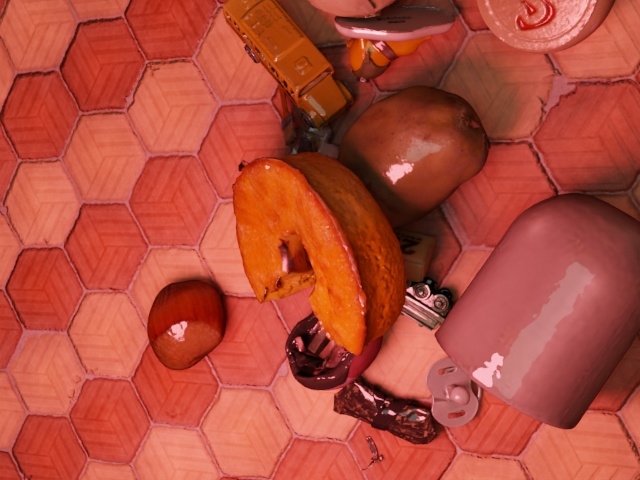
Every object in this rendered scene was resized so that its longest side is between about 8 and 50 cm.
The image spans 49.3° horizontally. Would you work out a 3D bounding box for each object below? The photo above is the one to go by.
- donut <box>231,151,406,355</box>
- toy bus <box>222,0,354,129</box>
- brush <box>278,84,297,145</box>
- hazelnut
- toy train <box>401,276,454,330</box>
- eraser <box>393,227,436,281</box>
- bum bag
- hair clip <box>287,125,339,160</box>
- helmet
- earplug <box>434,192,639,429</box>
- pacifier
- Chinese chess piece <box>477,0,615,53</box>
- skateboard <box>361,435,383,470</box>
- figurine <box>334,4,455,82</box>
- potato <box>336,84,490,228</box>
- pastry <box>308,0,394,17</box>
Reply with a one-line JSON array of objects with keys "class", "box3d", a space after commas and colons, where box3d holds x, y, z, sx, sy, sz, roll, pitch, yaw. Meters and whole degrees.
[{"class": "donut", "box3d": [0.000, 0.000, 1.390, 0.435, 0.163, 0.377, 29, 134, 45]}, {"class": "toy bus", "box3d": [-0.069, -0.403, 1.515, 0.121, 0.123, 0.335, -39, 82, -4]}, {"class": "brush", "box3d": [-0.079, -0.295, 1.571, 0.043, 0.014, 0.169, -36, 57, 48]}, {"class": "hazelnut", "box3d": [-0.327, 0.198, 1.638, 0.210, 0.186, 0.210, 9, 115, 19]}, {"class": "toy train", "box3d": [0.210, 0.130, 1.523, 0.170, 0.071, 0.111, 32, 113, 11]}, {"class": "eraser", "box3d": [0.152, 0.020, 1.499, 0.172, 0.117, 0.058, 15, 128, 16]}, {"class": "bum bag", "box3d": [0.144, 0.384, 1.562, 0.248, 0.069, 0.102, 16, 136, 14]}, {"class": "hair clip", "box3d": [-0.043, -0.145, 1.578, 0.146, 0.075, 0.257, 24, 108, 16]}, {"class": "helmet", "box3d": [0.047, 0.230, 1.538, 0.253, 0.154, 0.198, -33, 43, 6]}, {"class": "earplug", "box3d": [0.446, 0.106, 1.319, 0.313, 0.312, 0.394, 32, 101, 13]}, {"class": "pacifier", "box3d": [0.294, 0.326, 1.489, 0.127, 0.116, 0.150, -5, 86, -8]}, {"class": "Chinese chess piece", "box3d": [0.424, -0.491, 1.321, 0.273, 0.102, 0.273, 22, 128, 32]}, {"class": "skateboard", "box3d": [0.110, 0.485, 1.575, 0.032, 0.083, 0.063, -25, 86, 19]}, {"class": "figurine", "box3d": [0.153, -0.404, 1.470, 0.250, 0.166, 0.141, 0, 125, 0]}, {"class": "potato", "box3d": [0.175, -0.173, 1.423, 0.326, 0.221, 0.243, -43, 74, 30]}, {"class": "pastry", "box3d": [0.071, -0.572, 1.424, 0.265, 0.133, 0.264, -5, 54, 7]}]
